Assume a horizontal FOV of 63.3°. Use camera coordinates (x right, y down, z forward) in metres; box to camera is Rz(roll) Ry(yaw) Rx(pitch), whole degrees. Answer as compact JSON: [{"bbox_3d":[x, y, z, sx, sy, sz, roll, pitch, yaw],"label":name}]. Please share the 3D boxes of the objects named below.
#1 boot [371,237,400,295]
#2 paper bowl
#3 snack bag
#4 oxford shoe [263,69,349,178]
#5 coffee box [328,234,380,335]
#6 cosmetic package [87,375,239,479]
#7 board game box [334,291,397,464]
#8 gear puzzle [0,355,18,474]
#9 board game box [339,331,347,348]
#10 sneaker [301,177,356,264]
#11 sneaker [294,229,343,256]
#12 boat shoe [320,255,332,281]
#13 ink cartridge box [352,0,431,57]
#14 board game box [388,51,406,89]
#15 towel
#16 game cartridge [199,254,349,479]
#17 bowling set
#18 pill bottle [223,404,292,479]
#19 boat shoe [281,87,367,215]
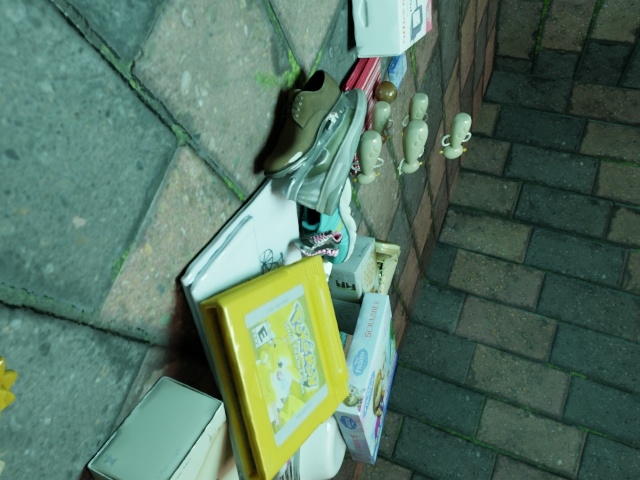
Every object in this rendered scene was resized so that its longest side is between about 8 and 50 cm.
[{"bbox_3d":[0.187,0.104,1.692,0.262,0.095,0.204,31,77,-74],"label":"boot"},{"bbox_3d":[-0.020,0.453,1.247,0.284,0.147,0.285,3,90,-73],"label":"paper bowl"},{"bbox_3d":[-0.111,0.068,0.942,0.323,0.037,0.343,86,28,-43],"label":"snack bag"},{"bbox_3d":[-0.043,-0.202,0.886,0.096,0.082,0.227,50,57,-38],"label":"oxford shoe"},{"bbox_3d":[0.089,0.122,1.390,0.141,0.098,0.247,-54,145,-42],"label":"coffee box"},{"bbox_3d":[-0.215,0.375,0.787,0.160,0.113,0.310,-53,153,-44],"label":"cosmetic package"},{"bbox_3d":[0.126,0.352,1.320,0.318,0.065,0.319,74,28,-48],"label":"board game box"},{"bbox_3d":[-0.348,0.263,0.438,0.175,0.044,0.339,59,50,-64],"label":"gear puzzle"},{"bbox_3d":[0.057,0.262,1.557,0.126,0.026,0.187,-33,135,-62],"label":"board game box"},{"bbox_3d":[0.003,-0.043,1.115,0.110,0.107,0.275,-41,143,-23],"label":"sneaker"},{"bbox_3d":[0.000,0.000,1.045,0.119,0.047,0.057,-1,132,-47],"label":"sneaker"},{"bbox_3d":[-0.009,0.101,1.232,0.043,0.049,0.137,4,-104,70],"label":"boat shoe"},{"bbox_3d":[0.156,-0.504,1.095,0.237,0.100,0.172,-51,141,-47],"label":"ink cartridge box"},{"bbox_3d":[0.211,-0.468,1.417,0.090,0.020,0.090,66,44,-63],"label":"board game box"},{"bbox_3d":[0.104,-0.310,1.239,0.275,0.031,0.199,80,30,-54],"label":"towel"},{"bbox_3d":[-0.053,0.193,0.881,0.323,0.052,0.286,-22,100,-59],"label":"game cartridge"},{"bbox_3d":[0.192,-0.263,1.225,0.154,0.286,0.200,91,-13,-56],"label":"bowling set"},{"bbox_3d":[-0.078,0.303,1.025,0.283,0.160,0.161,-52,151,-46],"label":"pill bottle"},{"bbox_3d":[0.017,-0.183,0.974,0.118,0.102,0.321,106,0,-54],"label":"boat shoe"}]
